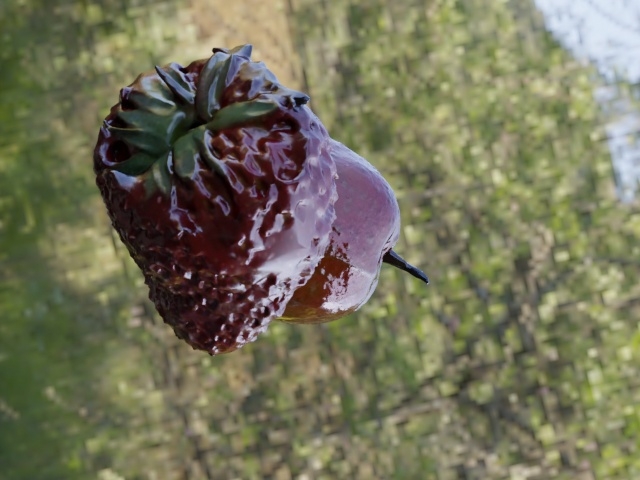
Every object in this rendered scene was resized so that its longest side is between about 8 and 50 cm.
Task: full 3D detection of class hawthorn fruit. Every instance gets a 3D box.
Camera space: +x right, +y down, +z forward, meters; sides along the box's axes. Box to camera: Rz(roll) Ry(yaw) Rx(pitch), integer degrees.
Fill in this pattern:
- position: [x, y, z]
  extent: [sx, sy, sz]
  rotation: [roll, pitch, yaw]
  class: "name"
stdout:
- position: [0.000, 0.000, 2.217]
  extent: [0.254, 0.300, 0.254]
  rotation: [-156, -90, -88]
  class: "hawthorn fruit"

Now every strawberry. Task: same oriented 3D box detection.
- position: [-0.102, -0.044, 1.783]
  extent: [0.257, 0.261, 0.261]
  rotation: [61, 8, -46]
  class: "strawberry"
